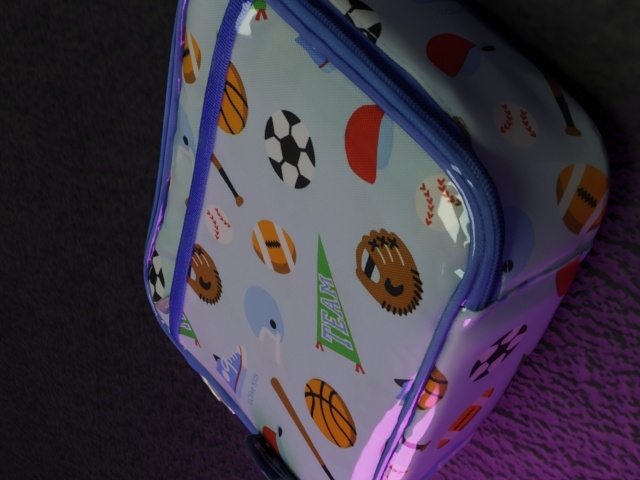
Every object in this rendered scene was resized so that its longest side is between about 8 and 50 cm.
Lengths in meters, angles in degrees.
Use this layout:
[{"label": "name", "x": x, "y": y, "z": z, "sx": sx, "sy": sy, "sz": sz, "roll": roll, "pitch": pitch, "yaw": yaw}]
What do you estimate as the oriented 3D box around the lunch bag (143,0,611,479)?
[{"label": "lunch bag", "x": 0.000, "y": 0.000, "z": 0.535, "sx": 0.243, "sy": 0.115, "sz": 0.303, "roll": 46, "pitch": 141, "yaw": 23}]
